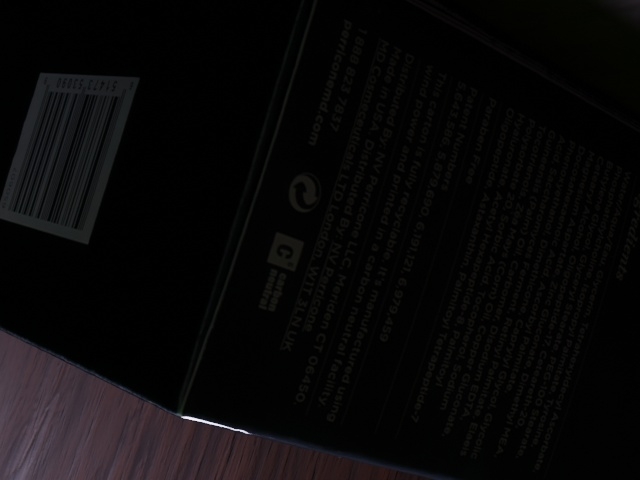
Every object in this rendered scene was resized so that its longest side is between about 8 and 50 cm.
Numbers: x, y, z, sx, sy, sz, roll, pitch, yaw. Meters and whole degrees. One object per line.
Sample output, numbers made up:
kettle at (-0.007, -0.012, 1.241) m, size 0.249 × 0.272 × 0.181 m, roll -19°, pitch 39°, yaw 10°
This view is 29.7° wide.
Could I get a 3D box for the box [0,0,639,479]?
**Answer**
box at (0.000, 0.000, 0.982) m, size 0.472 × 0.297 × 0.480 m, roll 19°, pitch 176°, yaw -37°
